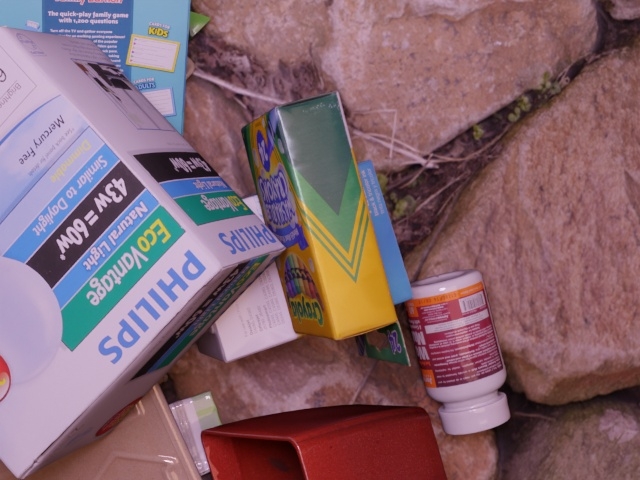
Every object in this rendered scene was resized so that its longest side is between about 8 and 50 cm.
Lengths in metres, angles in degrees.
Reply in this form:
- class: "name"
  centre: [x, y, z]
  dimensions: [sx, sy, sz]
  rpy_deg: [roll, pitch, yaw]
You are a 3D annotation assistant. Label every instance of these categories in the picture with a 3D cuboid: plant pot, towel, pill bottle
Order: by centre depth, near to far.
- class: "plant pot"
  centre: [0.030, 0.346, 1.606]
  dimensions: [0.235, 0.267, 0.267]
  rpy_deg: [-19, 95, -32]
- class: "towel"
  centre: [-0.205, 0.286, 1.653]
  dimensions: [0.152, 0.023, 0.113]
  rpy_deg: [-20, 96, -16]
- class: "pill bottle"
  centre: [0.200, 0.161, 1.720]
  dimensions: [0.121, 0.121, 0.221]
  rpy_deg: [-15, 93, -16]

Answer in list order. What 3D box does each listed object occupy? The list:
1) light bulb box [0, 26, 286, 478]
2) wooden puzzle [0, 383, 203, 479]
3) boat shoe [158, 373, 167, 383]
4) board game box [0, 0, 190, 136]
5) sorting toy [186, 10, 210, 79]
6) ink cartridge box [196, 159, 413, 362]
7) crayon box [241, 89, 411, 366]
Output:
- class: "light bulb box"
  centre: [-0.304, 0.010, 1.373]
  dimensions: [0.361, 0.225, 0.358]
  rpy_deg: [46, 106, 7]
- class: "wooden puzzle"
  centre: [-0.337, 0.287, 1.548]
  dimensions: [0.322, 0.080, 0.348]
  rpy_deg: [-24, 86, 2]
- class: "boat shoe"
  centre: [-0.242, 0.182, 1.626]
  dimensions: [0.072, 0.068, 0.190]
  rpy_deg: [27, 83, -30]
- class: "board game box"
  centre: [-0.298, -0.229, 1.505]
  dimensions: [0.253, 0.079, 0.336]
  rpy_deg: [-1, 122, -15]
- class: "sorting toy"
  centre: [-0.296, -0.244, 1.621]
  dimensions: [0.196, 0.047, 0.348]
  rpy_deg: [44, 79, -11]
- class: "ink cartridge box"
  centre: [-0.053, 0.027, 1.609]
  dimensions: [0.270, 0.198, 0.197]
  rpy_deg: [-18, 94, -16]
- class: "crayon box"
  centre: [0.000, 0.000, 1.416]
  dimensions: [0.083, 0.203, 0.323]
  rpy_deg: [-16, 92, -15]
